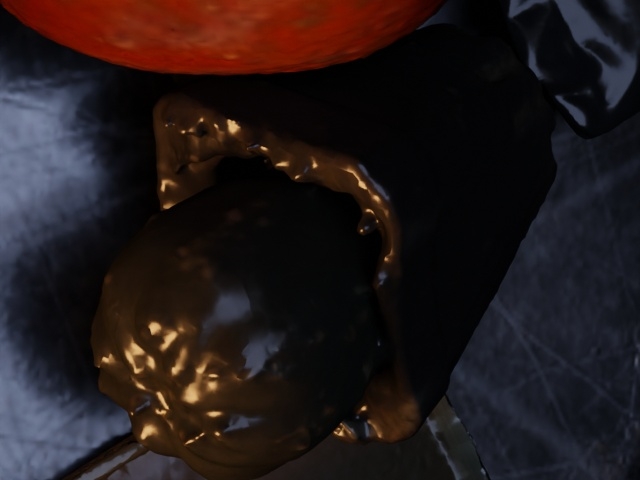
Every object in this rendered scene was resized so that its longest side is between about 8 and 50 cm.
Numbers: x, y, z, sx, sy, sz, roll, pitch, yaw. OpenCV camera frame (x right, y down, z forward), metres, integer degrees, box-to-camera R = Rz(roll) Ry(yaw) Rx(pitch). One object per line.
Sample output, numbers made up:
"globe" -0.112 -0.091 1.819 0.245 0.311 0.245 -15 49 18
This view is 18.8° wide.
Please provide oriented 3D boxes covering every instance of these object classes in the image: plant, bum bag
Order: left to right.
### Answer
"plant" 0.000 0.000 0.874 0.256 0.141 0.164 -41 140 -39
"bum bag" 0.193 -0.141 1.006 0.248 0.060 0.123 -21 100 -22

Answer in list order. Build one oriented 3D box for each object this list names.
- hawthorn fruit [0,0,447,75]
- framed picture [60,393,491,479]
"hawthorn fruit" -0.069 -0.187 0.808 0.307 0.276 0.276 -18 98 0
"framed picture" 0.014 0.188 0.964 0.209 0.019 0.281 -30 102 -19
